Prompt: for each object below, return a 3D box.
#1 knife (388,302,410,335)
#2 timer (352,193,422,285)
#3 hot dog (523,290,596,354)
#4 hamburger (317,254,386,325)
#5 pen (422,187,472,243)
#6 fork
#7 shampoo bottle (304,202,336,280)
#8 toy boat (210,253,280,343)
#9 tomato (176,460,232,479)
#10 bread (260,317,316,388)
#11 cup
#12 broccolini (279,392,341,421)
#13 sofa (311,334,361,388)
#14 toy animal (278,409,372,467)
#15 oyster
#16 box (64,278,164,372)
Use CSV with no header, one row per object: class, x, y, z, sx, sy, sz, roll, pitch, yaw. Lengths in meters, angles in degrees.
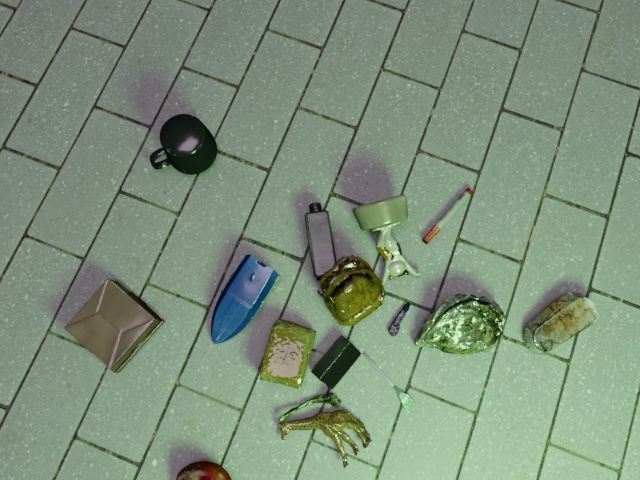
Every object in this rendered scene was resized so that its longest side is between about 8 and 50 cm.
knife,0.250,0.246,1.697,0.031,0.018,0.121,31,77,15
timer,0.216,0.003,1.708,0.175,0.175,0.266,-15,93,-4
hot dog,0.738,0.255,1.671,0.252,0.069,0.131,-34,87,-5
hamburger,0.098,0.159,1.635,0.183,0.130,0.206,-36,116,-2
pen,0.417,-0.081,1.773,0.028,0.028,0.239,41,79,9
fork,0.210,0.432,1.649,0.039,0.021,0.235,-41,80,-12
shampoo bottle,0.000,0.000,1.727,0.079,0.080,0.246,-8,76,-3
toy boat,-0.253,0.194,1.683,0.129,0.088,0.295,31,89,7
tomato,-0.314,0.709,1.547,0.189,0.099,0.173,-22,92,34
bread,-0.097,0.340,1.632,0.138,0.102,0.196,17,75,2
cup,-0.452,-0.300,1.755,0.223,0.176,0.169,-29,81,-8
broccolini,-0.033,0.499,1.624,0.194,0.052,0.054,-20,111,-4
sofa,0.046,0.369,1.649,0.147,0.085,0.060,-50,40,-10
toy animal,0.016,0.562,1.600,0.275,0.054,0.149,22,79,4
oyster,0.429,0.255,1.659,0.267,0.112,0.199,7,97,-6
box,-0.633,0.256,1.661,0.215,0.086,0.215,39,79,8
